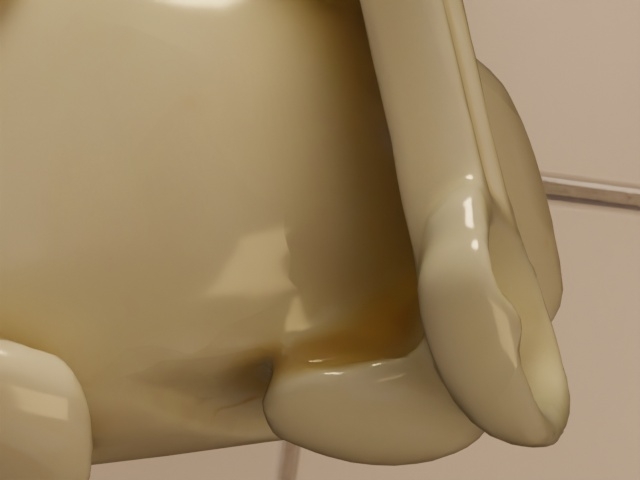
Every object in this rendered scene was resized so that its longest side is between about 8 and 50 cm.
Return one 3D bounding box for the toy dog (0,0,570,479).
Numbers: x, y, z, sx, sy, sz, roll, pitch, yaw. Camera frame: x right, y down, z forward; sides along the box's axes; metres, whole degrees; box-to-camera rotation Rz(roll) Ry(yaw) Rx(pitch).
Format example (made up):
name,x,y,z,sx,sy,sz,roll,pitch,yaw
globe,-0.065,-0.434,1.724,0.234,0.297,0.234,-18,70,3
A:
name,x,y,z,sx,sy,sz,roll,pitch,yaw
toy dog,-0.118,-0.012,0.826,0.408,0.395,0.284,-14,84,10
